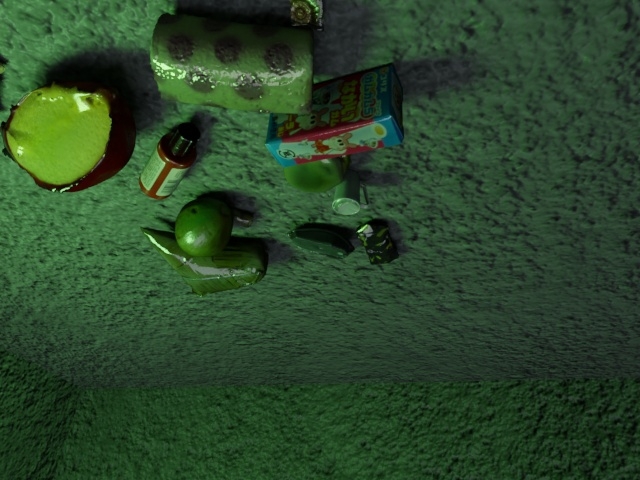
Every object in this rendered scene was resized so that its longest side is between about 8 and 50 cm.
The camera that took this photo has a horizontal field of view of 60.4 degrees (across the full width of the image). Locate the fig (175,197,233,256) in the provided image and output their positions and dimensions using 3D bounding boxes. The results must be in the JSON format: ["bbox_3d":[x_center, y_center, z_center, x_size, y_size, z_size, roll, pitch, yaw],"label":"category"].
[{"bbox_3d":[-0.348,-0.045,1.685,0.181,0.181,0.191,31,133,-32],"label":"fig"}]

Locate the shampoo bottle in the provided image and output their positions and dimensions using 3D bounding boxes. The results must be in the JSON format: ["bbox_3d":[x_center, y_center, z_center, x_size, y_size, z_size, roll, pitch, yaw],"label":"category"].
[{"bbox_3d":[-0.402,-0.219,1.487,0.104,0.104,0.278,23,144,-24],"label":"shampoo bottle"}]

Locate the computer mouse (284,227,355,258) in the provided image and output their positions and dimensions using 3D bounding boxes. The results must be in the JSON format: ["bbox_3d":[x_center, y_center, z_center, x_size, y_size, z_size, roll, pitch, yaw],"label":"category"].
[{"bbox_3d":[0.001,-0.003,1.784,0.231,0.071,0.126,13,162,8],"label":"computer mouse"}]

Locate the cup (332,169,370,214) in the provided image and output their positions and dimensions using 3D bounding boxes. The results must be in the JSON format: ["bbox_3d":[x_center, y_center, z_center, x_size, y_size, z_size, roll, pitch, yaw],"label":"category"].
[{"bbox_3d":[0.089,-0.130,1.527,0.104,0.116,0.074,13,146,-9],"label":"cup"}]

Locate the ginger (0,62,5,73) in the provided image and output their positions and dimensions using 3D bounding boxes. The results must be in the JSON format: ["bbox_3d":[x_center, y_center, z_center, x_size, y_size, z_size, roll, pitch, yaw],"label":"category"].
[{"bbox_3d":[-0.857,-0.376,1.358,0.131,0.086,0.294,28,134,-15],"label":"ginger"}]

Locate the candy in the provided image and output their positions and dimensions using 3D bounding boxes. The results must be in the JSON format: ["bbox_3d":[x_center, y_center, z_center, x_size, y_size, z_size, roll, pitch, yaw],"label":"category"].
[{"bbox_3d":[0.033,-0.281,1.265,0.306,0.157,0.100,-7,148,21],"label":"candy"}]

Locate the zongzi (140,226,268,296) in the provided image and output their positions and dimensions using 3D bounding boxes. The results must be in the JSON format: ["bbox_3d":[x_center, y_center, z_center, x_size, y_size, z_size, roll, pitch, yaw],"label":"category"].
[{"bbox_3d":[-0.376,0.031,1.836,0.323,0.159,0.360,-17,134,23],"label":"zongzi"}]

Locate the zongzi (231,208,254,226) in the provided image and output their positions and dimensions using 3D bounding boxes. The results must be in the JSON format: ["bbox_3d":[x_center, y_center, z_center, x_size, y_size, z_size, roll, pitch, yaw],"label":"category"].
[{"bbox_3d":[-0.258,-0.068,1.764,0.076,0.040,0.083,23,162,-12],"label":"zongzi"}]

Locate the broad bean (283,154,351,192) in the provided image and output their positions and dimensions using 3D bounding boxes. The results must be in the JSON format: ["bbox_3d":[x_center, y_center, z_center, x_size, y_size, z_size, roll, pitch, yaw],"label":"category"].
[{"bbox_3d":[-0.007,-0.202,1.463,0.228,0.100,0.169,-12,136,46],"label":"broad bean"}]

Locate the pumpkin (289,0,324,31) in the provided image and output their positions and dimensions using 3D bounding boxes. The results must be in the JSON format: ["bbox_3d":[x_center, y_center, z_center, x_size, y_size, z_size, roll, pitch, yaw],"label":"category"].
[{"bbox_3d":[-0.025,-0.473,1.097,0.073,0.035,0.101,8,123,9],"label":"pumpkin"}]

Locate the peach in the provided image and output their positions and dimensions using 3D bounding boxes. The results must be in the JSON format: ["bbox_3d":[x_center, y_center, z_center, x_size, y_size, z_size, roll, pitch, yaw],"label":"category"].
[{"bbox_3d":[-0.583,-0.272,1.361,0.362,0.201,0.257,-29,95,24],"label":"peach"}]

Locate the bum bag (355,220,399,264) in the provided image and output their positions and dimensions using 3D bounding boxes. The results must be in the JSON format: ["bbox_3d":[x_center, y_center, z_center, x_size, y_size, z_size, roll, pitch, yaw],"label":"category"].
[{"bbox_3d":[0.185,0.011,1.778,0.107,0.060,0.232,-13,145,12],"label":"bum bag"}]

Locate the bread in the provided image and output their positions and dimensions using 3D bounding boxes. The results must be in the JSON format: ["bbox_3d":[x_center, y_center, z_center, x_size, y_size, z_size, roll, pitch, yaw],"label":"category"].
[{"bbox_3d":[-0.179,-0.367,1.176,0.339,0.155,0.187,5,151,1],"label":"bread"}]
